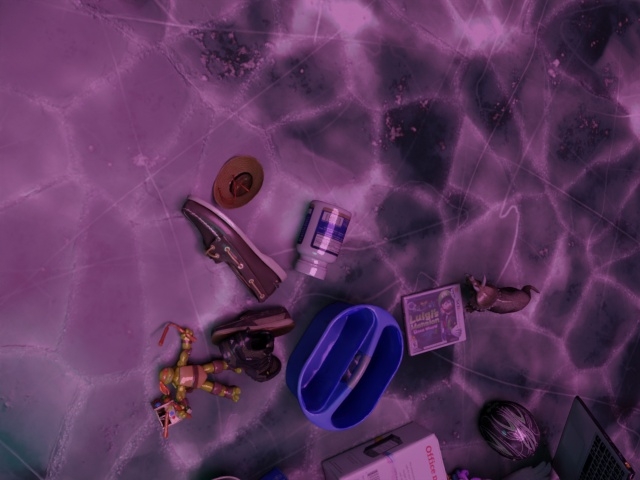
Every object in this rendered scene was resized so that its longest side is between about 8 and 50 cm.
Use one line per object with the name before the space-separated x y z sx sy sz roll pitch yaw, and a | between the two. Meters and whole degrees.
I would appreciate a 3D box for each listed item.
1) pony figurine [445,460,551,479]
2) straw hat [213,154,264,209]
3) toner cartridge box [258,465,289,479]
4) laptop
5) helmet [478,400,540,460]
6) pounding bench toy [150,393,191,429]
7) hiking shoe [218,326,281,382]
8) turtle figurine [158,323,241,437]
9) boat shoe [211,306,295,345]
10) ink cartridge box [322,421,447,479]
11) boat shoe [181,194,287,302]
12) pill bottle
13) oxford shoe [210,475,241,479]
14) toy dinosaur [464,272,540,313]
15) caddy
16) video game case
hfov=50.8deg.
pony figurine | 0.545 0.815 1.952 0.351 0.303 0.363 -16 84 6
straw hat | -0.189 -0.133 1.656 0.144 0.144 0.061 -62 151 -6
toner cartridge box | -0.039 0.699 1.648 0.075 0.348 0.165 -35 108 -18
laptop | 0.697 0.731 1.879 0.236 0.408 0.382 -13 133 -11
helmet | 0.563 0.560 1.988 0.169 0.161 0.169 -2 96 -23
pounding bench toy | -0.363 0.407 1.644 0.083 0.052 0.065 -24 103 -19
hiking shoe | -0.145 0.279 1.656 0.114 0.086 0.227 -34 146 14
turtle figurine | -0.304 0.345 1.635 0.217 0.087 0.269 11 62 -30
boat shoe | -0.175 0.213 1.694 0.224 0.080 0.073 -6 55 -28
ink cartridge box | 0.183 0.671 1.857 0.306 0.131 0.226 -17 101 -22
boat shoe | -0.221 0.023 1.635 0.324 0.116 0.096 45 75 -26
pill bottle | 0.000 0.000 1.725 0.112 0.112 0.186 21 87 -23
oxford shoe | -0.269 0.706 1.519 0.169 0.449 0.130 34 119 -7
toy dinosaur | 0.517 0.171 1.933 0.314 0.160 0.121 13 90 -22
caddy | 0.066 0.320 1.748 0.241 0.179 0.341 35 81 -23
video game case | 0.327 0.225 1.933 0.190 0.022 0.173 -12 99 -21
